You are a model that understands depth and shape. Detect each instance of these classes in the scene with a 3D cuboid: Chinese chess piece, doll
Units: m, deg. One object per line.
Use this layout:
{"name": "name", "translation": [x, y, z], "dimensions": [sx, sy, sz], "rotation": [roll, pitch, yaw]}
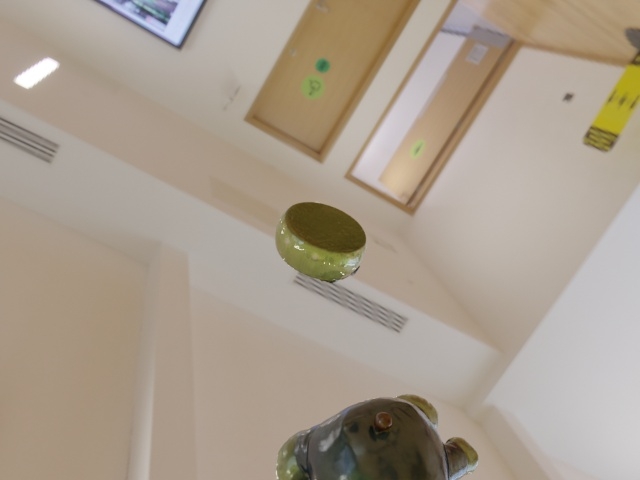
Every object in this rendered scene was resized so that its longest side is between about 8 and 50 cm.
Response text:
{"name": "Chinese chess piece", "translation": [0.000, 0.000, 0.634], "dimensions": [0.084, 0.034, 0.084], "rotation": [16, -146, -11]}
{"name": "doll", "translation": [0.081, 0.284, 0.703], "dimensions": [0.228, 0.154, 0.258], "rotation": [-11, -113, -20]}
